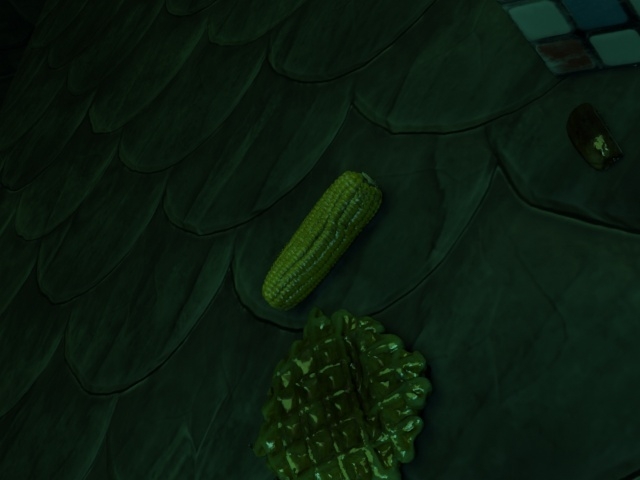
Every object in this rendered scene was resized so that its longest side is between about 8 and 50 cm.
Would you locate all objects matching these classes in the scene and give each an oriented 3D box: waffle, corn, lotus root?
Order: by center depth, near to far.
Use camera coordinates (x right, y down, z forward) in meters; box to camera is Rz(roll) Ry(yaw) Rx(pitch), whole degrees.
[{"bbox_3d":[0.271,-0.108,0.728,0.037,0.030,0.083,-35,42,26],"label":"lotus root"},{"bbox_3d":[0.020,0.179,0.764,0.214,0.054,0.208,14,71,44],"label":"waffle"},{"bbox_3d":[0.000,0.000,0.905,0.203,0.072,0.072,-52,38,6],"label":"corn"}]

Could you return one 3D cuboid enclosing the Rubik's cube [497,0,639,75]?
[{"bbox_3d":[0.308,-0.342,0.681,0.259,0.253,0.256,6,67,47],"label":"Rubik's cube"}]
